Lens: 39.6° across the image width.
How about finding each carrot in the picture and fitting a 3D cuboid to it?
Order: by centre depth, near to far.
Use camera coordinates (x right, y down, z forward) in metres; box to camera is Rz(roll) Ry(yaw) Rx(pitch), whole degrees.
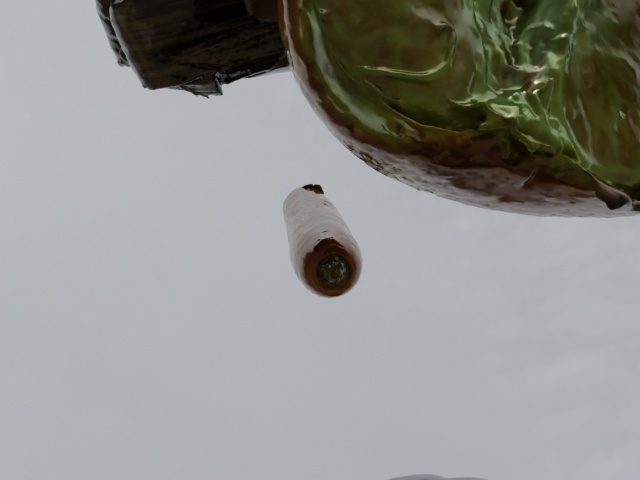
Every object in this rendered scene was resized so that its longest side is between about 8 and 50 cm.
[{"bbox_3d":[0.000,0.000,0.879,0.067,0.225,0.067,-2,-71,-6],"label":"carrot"}]

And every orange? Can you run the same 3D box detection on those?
[{"bbox_3d":[0.132,-0.151,0.638,0.334,0.196,0.263,9,-93,-8],"label":"orange"}]

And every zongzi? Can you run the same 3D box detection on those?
[{"bbox_3d":[-0.001,-0.200,0.770,0.289,0.317,0.154,-39,-42,-29],"label":"zongzi"}]

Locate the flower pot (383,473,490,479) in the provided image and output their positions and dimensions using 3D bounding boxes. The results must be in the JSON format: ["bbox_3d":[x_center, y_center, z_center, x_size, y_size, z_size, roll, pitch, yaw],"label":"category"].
[{"bbox_3d":[0.056,0.276,0.505,0.265,0.265,0.243,-15,-90,5],"label":"flower pot"}]
